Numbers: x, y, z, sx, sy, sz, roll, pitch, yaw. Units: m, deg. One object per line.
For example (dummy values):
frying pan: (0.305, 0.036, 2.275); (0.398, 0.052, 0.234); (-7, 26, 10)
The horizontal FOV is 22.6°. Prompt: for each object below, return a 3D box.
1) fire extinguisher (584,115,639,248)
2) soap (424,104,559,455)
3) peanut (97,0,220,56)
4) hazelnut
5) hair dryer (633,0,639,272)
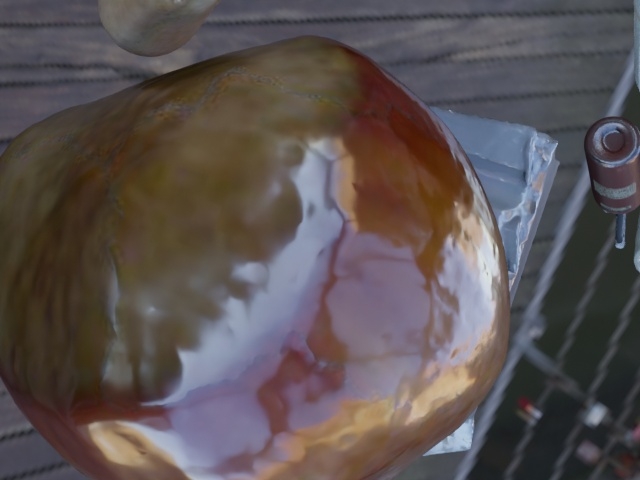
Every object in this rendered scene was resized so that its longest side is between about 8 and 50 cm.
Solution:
fire extinguisher: (0.143, -0.029, 0.712); (0.046, 0.032, 0.100); (-20, 160, 7)
soap: (0.000, 0.000, 1.680); (0.213, 0.435, 0.350); (-24, 128, -76)
peanut: (-0.109, -0.182, 1.144); (0.076, 0.076, 0.152); (-28, 177, -35)
hazelnut: (-0.055, 0.038, 1.101); (0.366, 0.366, 0.366); (-32, 141, -31)
hair dryer: (0.243, -0.060, 1.068); (0.173, 0.108, 0.357); (72, 30, -55)
